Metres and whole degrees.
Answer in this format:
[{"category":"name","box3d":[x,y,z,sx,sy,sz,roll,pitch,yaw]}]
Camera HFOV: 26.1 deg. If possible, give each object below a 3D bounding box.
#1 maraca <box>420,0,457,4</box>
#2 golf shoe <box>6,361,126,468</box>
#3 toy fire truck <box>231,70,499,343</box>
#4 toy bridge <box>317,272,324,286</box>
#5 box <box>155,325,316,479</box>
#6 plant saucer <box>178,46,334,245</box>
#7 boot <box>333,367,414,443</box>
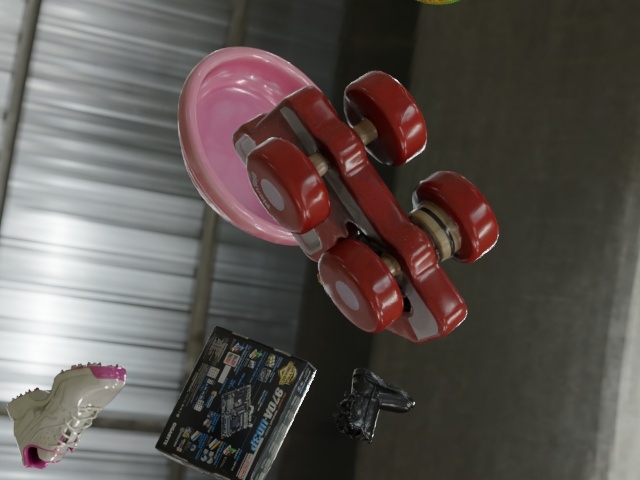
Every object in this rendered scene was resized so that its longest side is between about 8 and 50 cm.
[{"category":"maraca","box3d":[0.150,-0.424,2.105,0.099,0.186,0.127,-63,165,-54]},{"category":"golf shoe","box3d":[-0.424,0.300,2.354,0.306,0.115,0.140,-31,-122,43]},{"category":"toy fire truck","box3d":[0.032,-0.024,1.471,0.302,0.169,0.254,55,-20,-3]},{"category":"toy bridge","box3d":[0.000,0.000,2.337,0.026,0.063,0.188,-20,-117,13]},{"category":"box","box3d":[-0.131,0.261,2.139,0.175,0.051,0.220,19,-106,24]},{"category":"plant saucer","box3d":[-0.092,-0.138,2.139,0.084,0.332,0.332,-32,-126,42]},{"category":"boot","box3d":[0.081,0.259,2.080,0.045,0.121,0.099,-27,-144,50]}]
